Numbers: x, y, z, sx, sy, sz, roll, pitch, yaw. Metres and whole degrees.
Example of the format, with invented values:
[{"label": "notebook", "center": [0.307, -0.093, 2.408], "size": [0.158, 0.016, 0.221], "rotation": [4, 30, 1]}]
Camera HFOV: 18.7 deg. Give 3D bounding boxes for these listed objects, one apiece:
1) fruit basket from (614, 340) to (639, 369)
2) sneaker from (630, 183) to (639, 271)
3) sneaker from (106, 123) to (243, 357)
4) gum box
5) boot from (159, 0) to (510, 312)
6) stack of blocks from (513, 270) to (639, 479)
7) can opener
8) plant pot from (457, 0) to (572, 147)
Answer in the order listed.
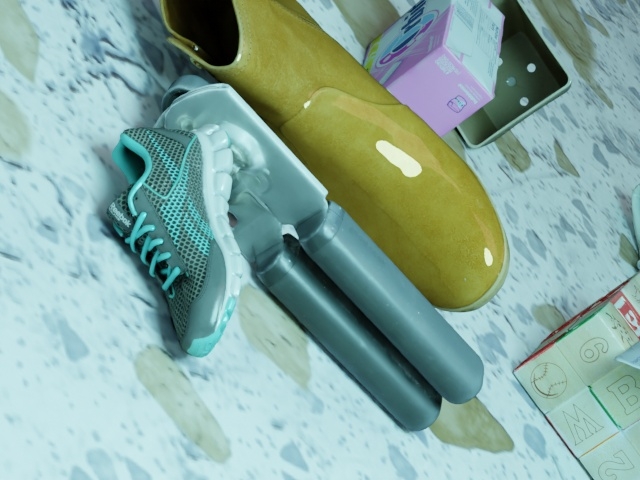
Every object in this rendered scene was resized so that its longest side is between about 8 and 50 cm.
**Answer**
[{"label": "fruit basket", "center": [0.424, 0.145, 1.514], "size": [0.353, 0.165, 0.327], "rotation": [19, 15, 19]}, {"label": "sneaker", "center": [0.351, 0.040, 1.871], "size": [0.091, 0.094, 0.258], "rotation": [20, 32, -21]}, {"label": "sneaker", "center": [-0.093, -0.002, 1.169], "size": [0.076, 0.065, 0.166], "rotation": [9, 49, -22]}, {"label": "gum box", "center": [0.089, -0.145, 1.608], "size": [0.062, 0.107, 0.188], "rotation": [46, 25, -15]}, {"label": "boot", "center": [-0.004, -0.080, 1.346], "size": [0.295, 0.104, 0.211], "rotation": [53, 13, 31]}, {"label": "stack of blocks", "center": [0.296, 0.181, 1.559], "size": [0.297, 0.087, 0.171], "rotation": [54, 24, 4]}, {"label": "can opener", "center": [0.000, 0.000, 1.294], "size": [0.283, 0.076, 0.095], "rotation": [46, 26, -16]}, {"label": "plant pot", "center": [0.164, -0.151, 1.765], "size": [0.109, 0.109, 0.096], "rotation": [58, 12, 12]}]
